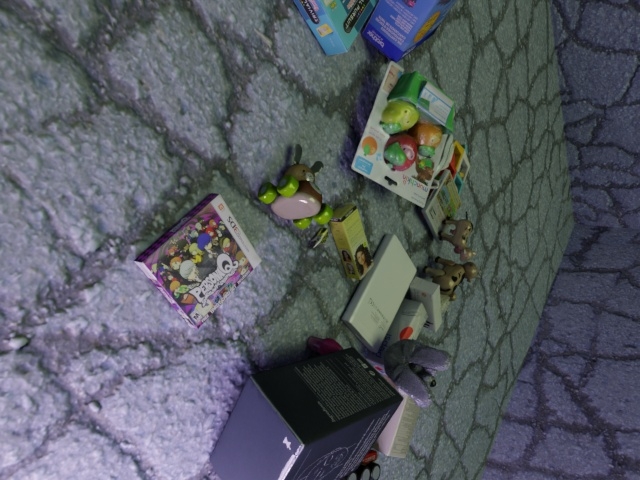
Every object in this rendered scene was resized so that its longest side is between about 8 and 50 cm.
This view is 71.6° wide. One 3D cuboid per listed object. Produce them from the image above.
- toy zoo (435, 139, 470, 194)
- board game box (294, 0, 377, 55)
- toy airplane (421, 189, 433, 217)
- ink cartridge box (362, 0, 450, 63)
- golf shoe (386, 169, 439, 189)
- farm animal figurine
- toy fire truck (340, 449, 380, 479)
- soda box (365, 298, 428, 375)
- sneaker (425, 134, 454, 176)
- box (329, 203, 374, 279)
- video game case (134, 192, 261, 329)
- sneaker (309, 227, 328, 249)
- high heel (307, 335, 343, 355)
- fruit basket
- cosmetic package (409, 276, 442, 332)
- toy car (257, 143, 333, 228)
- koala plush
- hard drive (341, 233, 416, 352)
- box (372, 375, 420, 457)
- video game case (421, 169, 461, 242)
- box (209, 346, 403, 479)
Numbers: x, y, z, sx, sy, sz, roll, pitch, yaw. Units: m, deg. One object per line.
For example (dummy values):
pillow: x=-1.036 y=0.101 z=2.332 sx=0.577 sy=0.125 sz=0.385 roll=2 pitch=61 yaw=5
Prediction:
toy zoo: x=0.558 y=-0.284 z=1.865 sx=0.192 sy=0.030 sz=0.292 roll=39 pitch=68 yaw=-45
board game box: x=0.014 y=-0.702 z=1.140 sx=0.336 sy=0.079 sz=0.253 roll=48 pitch=62 yaw=-42
toy airplane: x=0.431 y=-0.147 z=1.740 sx=0.151 sy=0.028 sz=0.151 roll=-17 pitch=116 yaw=-40
ink cartridge box: x=0.295 y=-0.708 z=1.294 sx=0.151 sy=0.395 sz=0.270 roll=44 pitch=58 yaw=1
golf shoe: x=0.307 y=-0.244 z=1.525 sx=0.273 sy=0.120 sz=0.105 roll=21 pitch=83 yaw=-47
farm animal figurine: x=0.541 y=0.102 z=1.767 sx=0.327 sy=0.172 sz=0.330 roll=-45 pitch=136 yaw=-29
toy fire truck: x=0.122 y=0.672 z=1.473 sx=0.217 sy=0.159 sz=0.246 roll=20 pitch=70 yaw=-48
soda box: x=0.284 y=0.351 z=1.622 sx=0.286 sy=0.098 sz=0.091 roll=-53 pitch=131 yaw=-27
sneaker: x=0.460 y=-0.308 z=1.702 sx=0.091 sy=0.094 sz=0.258 roll=53 pitch=58 yaw=-34
box: x=0.097 y=0.005 z=1.377 sx=0.087 sy=0.058 sz=0.232 roll=-44 pitch=126 yaw=-35
video game case: x=-0.260 y=0.045 z=0.994 sx=0.232 sy=0.042 sz=0.210 roll=-49 pitch=128 yaw=-31
sneaker: x=0.000 y=0.000 z=1.287 sx=0.083 sy=0.031 sz=0.035 roll=-51 pitch=131 yaw=-30
high heel: x=0.063 y=0.368 z=1.358 sx=0.082 sy=0.117 sz=0.244 roll=-55 pitch=132 yaw=-27
fruit basket: x=0.280 y=-0.321 z=1.380 sx=0.327 sy=0.166 sz=0.352 roll=24 pitch=79 yaw=-32
cosmetic package: x=0.407 y=0.250 z=1.708 sx=0.060 sy=0.099 sz=0.238 roll=-50 pitch=141 yaw=-31
toy car: x=-0.045 y=-0.151 z=1.140 sx=0.155 sy=0.149 sz=0.188 roll=37 pitch=58 yaw=-35
koala plush: x=0.322 y=0.439 z=1.501 sx=0.196 sy=0.204 sz=0.221 roll=-57 pitch=153 yaw=-12
hard drive: x=0.214 y=0.184 z=1.550 sx=0.352 sy=0.047 sz=0.233 roll=-59 pitch=134 yaw=-23
box: x=0.283 y=0.627 z=1.650 sx=0.148 sy=0.121 sz=0.310 roll=38 pitch=69 yaw=-45
video game case: x=0.485 y=-0.133 z=1.763 sx=0.206 sy=0.026 sz=0.227 roll=-57 pitch=139 yaw=-16
box: x=-0.028 y=0.479 z=1.133 sx=0.396 sy=0.212 sz=0.293 roll=2 pitch=121 yaw=-49
